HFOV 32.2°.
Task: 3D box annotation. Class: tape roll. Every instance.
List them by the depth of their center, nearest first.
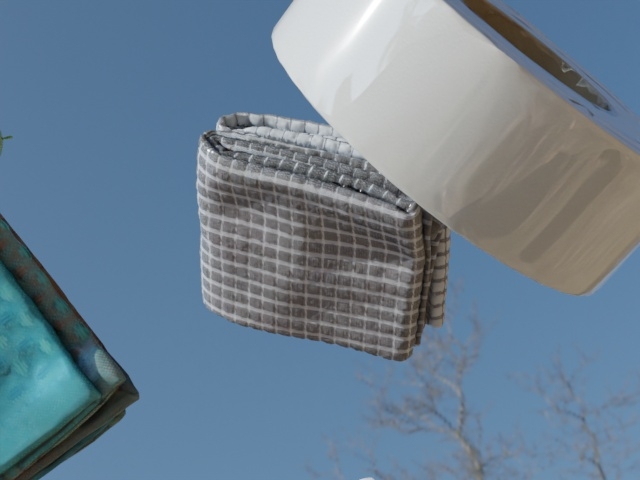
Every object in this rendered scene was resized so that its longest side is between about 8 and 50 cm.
[{"bbox_3d":[0.109,-0.094,0.742,0.286,0.286,0.100,22,-65,-38],"label":"tape roll"}]

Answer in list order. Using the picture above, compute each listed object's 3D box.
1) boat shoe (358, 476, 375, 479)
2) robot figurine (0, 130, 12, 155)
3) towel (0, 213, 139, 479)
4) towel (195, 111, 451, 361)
[{"bbox_3d":[0.026,0.325,1.200,0.076,0.080,0.228,-17,-27,-12],"label":"boat shoe"},{"bbox_3d":[-0.354,-0.098,1.051,0.115,0.067,0.101,20,-90,-25],"label":"robot figurine"},{"bbox_3d":[-0.298,0.009,0.479,0.271,0.370,0.040,-38,-4,-12],"label":"towel"},{"bbox_3d":[0.000,0.000,1.230,0.284,0.121,0.235,14,-55,18],"label":"towel"}]
